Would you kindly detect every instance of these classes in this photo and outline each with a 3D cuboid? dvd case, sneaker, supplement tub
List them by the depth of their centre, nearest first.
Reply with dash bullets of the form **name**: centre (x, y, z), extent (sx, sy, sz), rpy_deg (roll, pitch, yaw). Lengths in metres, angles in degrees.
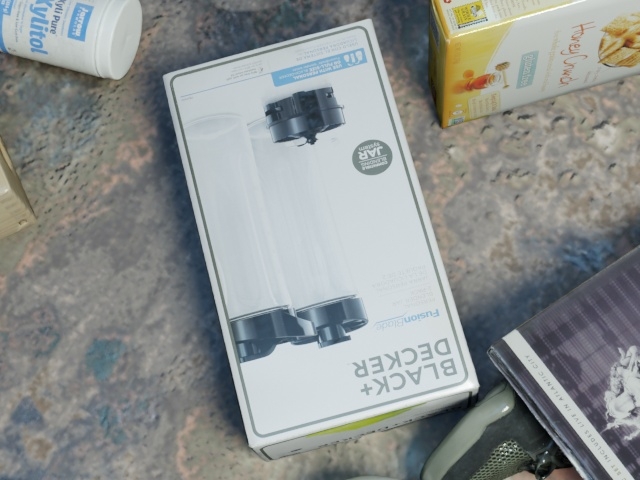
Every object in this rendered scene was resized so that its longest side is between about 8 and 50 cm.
- **dvd case**: centre (0.244, 0.083, 0.871), extent (0.221, 0.018, 0.164), rpy_deg (-31, 75, -23)
- **sneaker**: centre (0.186, 0.139, 0.899), extent (0.228, 0.087, 0.130), rpy_deg (-29, 68, -10)
- **supplement tub**: centre (-0.203, -0.173, 1.028), extent (0.107, 0.071, 0.071), rpy_deg (14, 76, 9)

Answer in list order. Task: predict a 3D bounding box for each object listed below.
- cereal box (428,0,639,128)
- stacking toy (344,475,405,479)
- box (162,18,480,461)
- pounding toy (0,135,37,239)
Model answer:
- **cereal box**: centre (0.198, -0.159, 0.939), extent (0.240, 0.173, 0.047), rpy_deg (-15, 73, 1)
- **stacking toy**: centre (0.155, 0.325, 0.785), extent (0.351, 0.350, 0.480), rpy_deg (-39, 56, -7)
- **box**: centre (0.000, 0.000, 0.954), extent (0.169, 0.087, 0.290), rpy_deg (-14, 74, 1)
- **pounding toy**: centre (-0.329, -0.011, 0.977), extent (0.206, 0.094, 0.181), rpy_deg (-25, 75, -5)
